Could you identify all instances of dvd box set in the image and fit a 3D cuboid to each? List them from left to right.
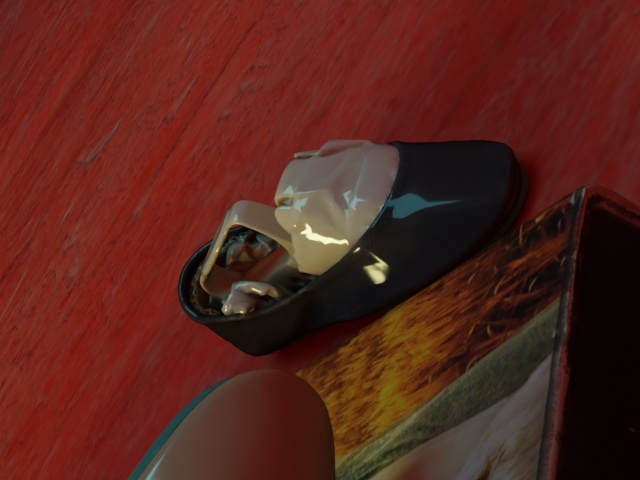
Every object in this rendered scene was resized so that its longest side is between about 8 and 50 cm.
[{"bbox_3d":[-0.040,0.196,0.607,0.420,0.062,0.307,-36,32,48],"label":"dvd box set"}]

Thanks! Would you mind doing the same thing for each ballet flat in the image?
[{"bbox_3d":[-0.048,0.158,0.501,0.248,0.086,0.086,-62,21,2],"label":"ballet flat"},{"bbox_3d":[0.000,0.000,0.748,0.203,0.074,0.074,-29,38,54],"label":"ballet flat"}]
